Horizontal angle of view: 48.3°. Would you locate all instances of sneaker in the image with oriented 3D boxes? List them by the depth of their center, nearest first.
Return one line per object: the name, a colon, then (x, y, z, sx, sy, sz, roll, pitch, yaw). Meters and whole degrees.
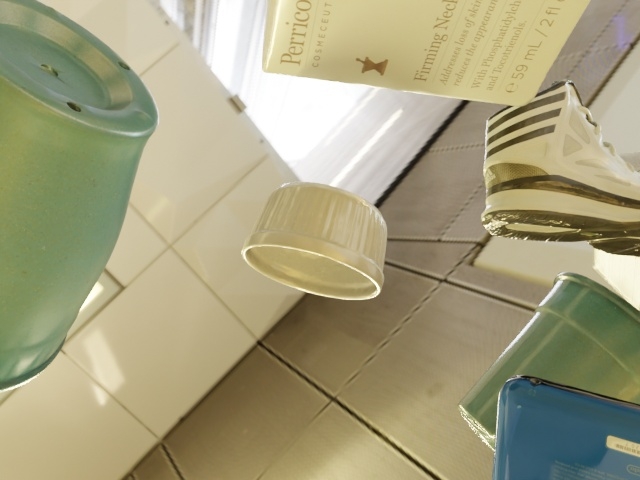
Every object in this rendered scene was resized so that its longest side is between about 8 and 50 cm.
sneaker: (0.456, -0.123, 1.123, 0.169, 0.447, 0.258, 149, -55, -64)

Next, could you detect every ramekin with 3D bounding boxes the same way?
ramekin: (0.000, 0.000, 1.035, 0.207, 0.207, 0.109, -8, -121, 51)

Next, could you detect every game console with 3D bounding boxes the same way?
game console: (0.338, 0.262, 0.717, 0.293, 0.250, 0.173, 10, -164, 35)

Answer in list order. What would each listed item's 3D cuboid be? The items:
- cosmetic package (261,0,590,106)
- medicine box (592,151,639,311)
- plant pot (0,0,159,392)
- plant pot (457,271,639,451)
cosmetic package: (0.136, -0.424, 0.953, 0.329, 0.393, 0.328, 107, -13, -57)
medicine box: (0.674, -0.015, 1.429, 0.149, 0.264, 0.289, -7, -157, -2)
plant pot: (-0.277, -0.057, 0.594, 0.255, 0.271, 0.272, -49, -161, 20)
plant pot: (0.465, 0.296, 1.359, 0.334, 0.341, 0.341, -43, -157, -5)
